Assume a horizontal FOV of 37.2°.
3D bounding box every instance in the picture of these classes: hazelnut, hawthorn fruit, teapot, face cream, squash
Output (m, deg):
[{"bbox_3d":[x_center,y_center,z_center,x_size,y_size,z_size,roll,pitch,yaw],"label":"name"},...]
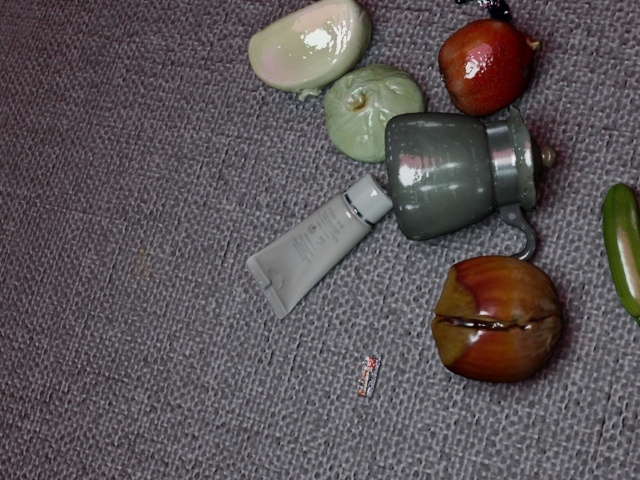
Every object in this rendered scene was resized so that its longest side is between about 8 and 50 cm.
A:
[{"bbox_3d":[0.296,0.130,1.574,0.180,0.181,0.212,3,87,38],"label":"hazelnut"},{"bbox_3d":[0.307,-0.314,1.704,0.188,0.169,0.169,-16,71,13],"label":"hawthorn fruit"},{"bbox_3d":[0.268,-0.090,1.630,0.285,0.223,0.306,-10,70,11],"label":"teapot"},{"bbox_3d":[0.000,0.000,1.776,0.314,0.089,0.143,-40,67,15],"label":"face cream"},{"bbox_3d":[0.513,0.025,1.583,0.069,0.069,0.258,-12,72,17],"label":"squash"}]

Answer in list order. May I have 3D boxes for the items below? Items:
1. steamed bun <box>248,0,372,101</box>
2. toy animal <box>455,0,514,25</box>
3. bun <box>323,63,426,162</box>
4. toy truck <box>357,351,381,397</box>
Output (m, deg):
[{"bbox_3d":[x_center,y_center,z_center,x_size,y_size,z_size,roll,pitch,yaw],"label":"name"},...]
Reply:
[{"bbox_3d":[-0.006,-0.362,1.831,0.238,0.170,0.153,-20,89,17],"label":"steamed bun"},{"bbox_3d":[0.308,-0.485,1.806,0.107,0.062,0.220,-16,69,-3],"label":"toy animal"},{"bbox_3d":[0.099,-0.245,1.783,0.195,0.118,0.196,-5,72,16],"label":"bun"},{"bbox_3d":[0.086,0.240,1.709,0.031,0.024,0.083,12,82,0],"label":"toy truck"}]
